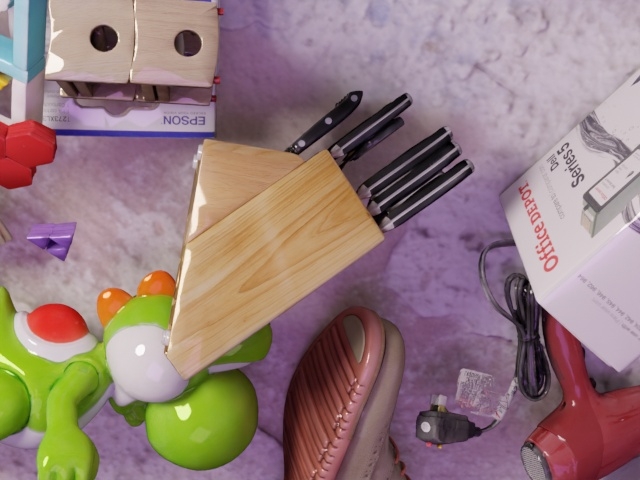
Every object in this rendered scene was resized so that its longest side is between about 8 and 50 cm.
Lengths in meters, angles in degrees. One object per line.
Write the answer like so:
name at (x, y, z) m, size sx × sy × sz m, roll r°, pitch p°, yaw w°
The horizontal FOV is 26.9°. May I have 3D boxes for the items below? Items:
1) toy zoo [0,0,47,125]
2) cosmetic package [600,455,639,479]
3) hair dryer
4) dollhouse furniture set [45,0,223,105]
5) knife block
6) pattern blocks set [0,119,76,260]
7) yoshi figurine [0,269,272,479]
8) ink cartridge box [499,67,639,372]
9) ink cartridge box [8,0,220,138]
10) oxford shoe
toy zoo at (-0.311, -0.178, 1.084) m, size 0.192 × 0.030 × 0.293 m, roll 25°, pitch 137°, yaw 8°
cosmetic package at (0.316, 0.302, 1.422) m, size 0.239 × 0.099 × 0.060 m, roll -31°, pitch 116°, yaw 14°
hair dryer at (0.253, 0.140, 1.320) m, size 0.293 × 0.080 × 0.224 m, roll 20°, pitch 98°, yaw -26°
dollhouse furniture set at (-0.140, -0.206, 1.050) m, size 0.129 × 0.129 × 0.184 m, roll 3°, pitch 89°, yaw -6°
knife block at (0.000, 0.000, 1.173) m, size 0.242 × 0.088 × 0.276 m, roll 10°, pitch 86°, yaw -7°
pattern blocks set at (-0.377, -0.032, 1.179) m, size 0.324 × 0.026 × 0.285 m, roll 5°, pitch 144°, yaw 1°
yoshi figurine at (-0.211, 0.164, 1.266) m, size 0.362 × 0.203 × 0.203 m, roll -14°, pitch 145°, yaw 1°
ink cartridge box at (0.302, -0.049, 1.166) m, size 0.115 × 0.198 × 0.273 m, roll 39°, pitch 110°, yaw -21°
ink cartridge box at (-0.169, -0.263, 1.098) m, size 0.175 × 0.069 × 0.371 m, roll 1°, pitch 117°, yaw -4°
oxford shoe at (0.036, 0.229, 1.358) m, size 0.146 × 0.140 × 0.397 m, roll 4°, pitch 128°, yaw -16°
